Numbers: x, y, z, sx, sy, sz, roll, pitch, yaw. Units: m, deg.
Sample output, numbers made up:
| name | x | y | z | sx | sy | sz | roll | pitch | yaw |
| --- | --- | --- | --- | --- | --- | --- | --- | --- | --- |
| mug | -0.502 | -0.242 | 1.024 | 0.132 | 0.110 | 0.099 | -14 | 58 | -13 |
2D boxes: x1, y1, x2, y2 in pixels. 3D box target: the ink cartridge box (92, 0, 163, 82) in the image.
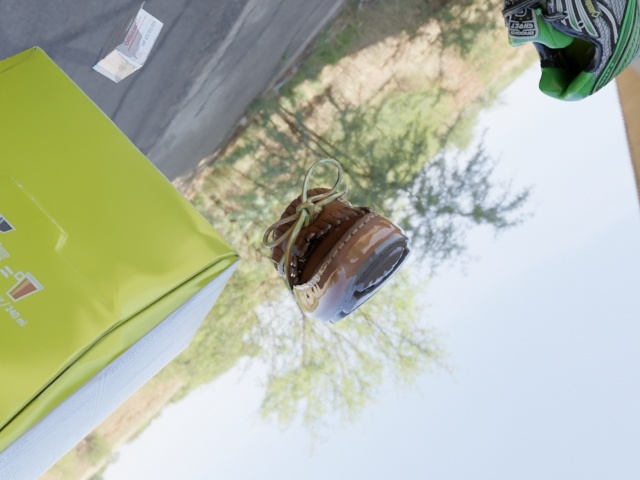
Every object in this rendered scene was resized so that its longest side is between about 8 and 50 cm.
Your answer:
| name | x | y | z | sx | sy | sz | roll | pitch | yaw |
| --- | --- | --- | --- | --- | --- | --- | --- | --- | --- |
| ink cartridge box | -0.377 | -0.390 | 1.242 | 0.181 | 0.062 | 0.104 | -2 | -117 | 53 |

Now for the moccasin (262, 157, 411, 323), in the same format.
| name | x | y | z | sx | sy | sz | roll | pitch | yaw |
| --- | --- | --- | --- | --- | --- | --- | --- | --- | --- |
| moccasin | 0.002 | -0.002 | 0.732 | 0.139 | 0.147 | 0.380 | -41 | -173 | -1 |

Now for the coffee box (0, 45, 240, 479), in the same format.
| name | x | y | z | sx | sy | sz | roll | pitch | yaw |
| --- | --- | --- | --- | --- | --- | --- | --- | --- | --- |
| coffee box | -0.355 | 0.060 | 0.717 | 0.338 | 0.337 | 0.334 | -42 | 175 | -34 |

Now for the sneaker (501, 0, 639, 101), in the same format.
| name | x | y | z | sx | sy | sz | roll | pitch | yaw |
| --- | --- | --- | --- | --- | --- | --- | --- | --- | --- |
| sneaker | 0.229 | -0.265 | 0.580 | 0.146 | 0.343 | 0.134 | -50 | -140 | -6 |
